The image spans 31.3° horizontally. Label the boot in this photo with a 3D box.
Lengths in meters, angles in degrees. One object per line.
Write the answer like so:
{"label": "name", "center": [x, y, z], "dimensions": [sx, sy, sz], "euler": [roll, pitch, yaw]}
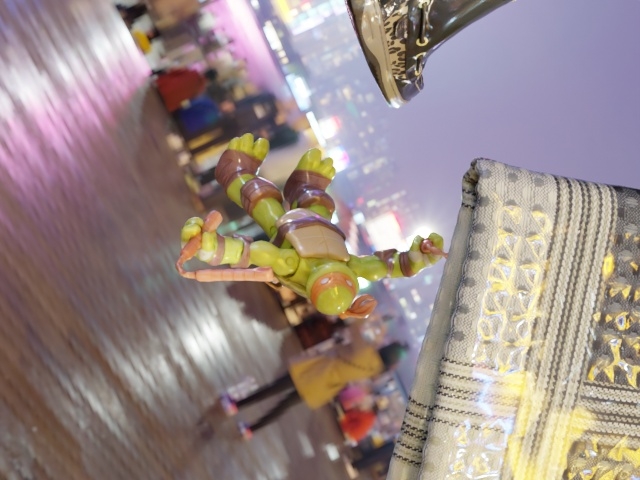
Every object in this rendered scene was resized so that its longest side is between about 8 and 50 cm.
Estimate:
{"label": "boot", "center": [0.120, -0.204, 1.011], "dimensions": [0.236, 0.179, 0.085], "euler": [47, 24, -71]}

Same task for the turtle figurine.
{"label": "turtle figurine", "center": [0.000, 0.000, 0.940], "dimensions": [0.217, 0.270, 0.087], "euler": [-116, -148, -53]}

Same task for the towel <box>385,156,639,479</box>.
{"label": "towel", "center": [0.205, 0.130, 0.762], "dimensions": [0.056, 0.312, 0.324], "euler": [-152, -108, -75]}
